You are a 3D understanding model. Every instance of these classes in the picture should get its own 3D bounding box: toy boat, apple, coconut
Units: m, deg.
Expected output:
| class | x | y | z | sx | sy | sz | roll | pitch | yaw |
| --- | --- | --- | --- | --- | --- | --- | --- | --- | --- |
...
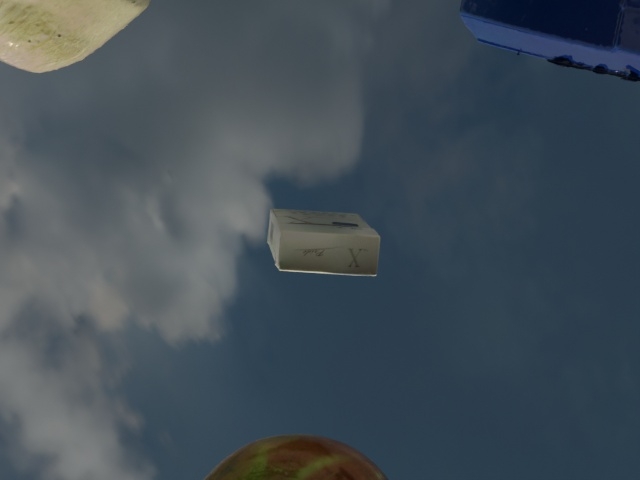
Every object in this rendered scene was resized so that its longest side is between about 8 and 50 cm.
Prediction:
| class | x | y | z | sx | sy | sz | roll | pitch | yaw |
| --- | --- | --- | --- | --- | --- | --- | --- | --- | --- |
| toy boat | 0.263 | -0.186 | 1.182 | 0.295 | 0.088 | 0.129 | 17 | -80 | 29 |
| apple | -0.018 | 0.255 | 1.205 | 0.196 | 0.196 | 0.196 | -5 | -119 | 9 |
| coconut | -0.260 | -0.266 | 1.346 | 0.230 | 0.227 | 0.227 | -28 | -123 | 22 |

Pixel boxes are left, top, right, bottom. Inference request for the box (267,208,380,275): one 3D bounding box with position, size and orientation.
| class | x | y | z | sx | sy | sz | roll | pitch | yaw |
| --- | --- | --- | --- | --- | --- | --- | --- | --- | --- |
| box | 0.000 | 0.001 | 1.309 | 0.084 | 0.154 | 0.040 | 6 | -83 | -6 |
